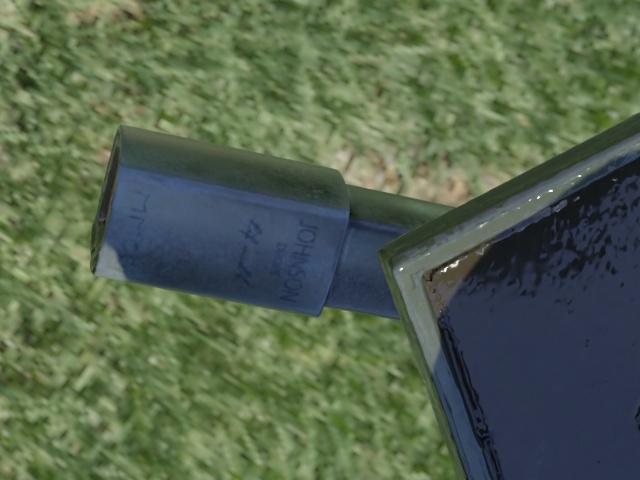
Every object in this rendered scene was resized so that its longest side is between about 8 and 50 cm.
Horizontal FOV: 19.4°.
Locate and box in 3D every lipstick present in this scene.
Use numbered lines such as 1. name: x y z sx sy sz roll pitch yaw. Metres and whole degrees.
1. lipstick: 0.000 0.000 1.066 0.252 0.077 0.079 11 113 -11

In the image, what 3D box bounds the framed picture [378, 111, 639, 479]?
1. framed picture: 0.175 0.085 0.842 0.240 0.020 0.324 -29 120 -12
